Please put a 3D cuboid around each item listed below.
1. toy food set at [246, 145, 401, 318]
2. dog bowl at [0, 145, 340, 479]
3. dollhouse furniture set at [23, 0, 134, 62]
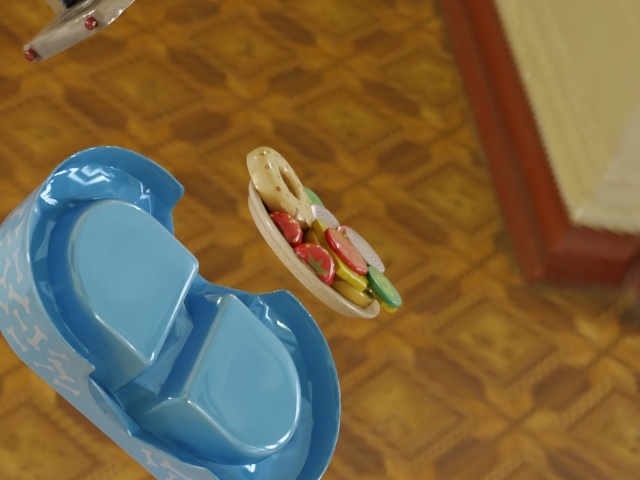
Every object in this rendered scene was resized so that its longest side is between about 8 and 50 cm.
[{"bbox_3d":[0.000,0.000,0.777,0.082,0.020,0.083,36,18,-41],"label":"toy food set"},{"bbox_3d":[-0.110,0.068,1.250,0.297,0.074,0.166,46,47,-26],"label":"dog bowl"},{"bbox_3d":[-0.097,-0.198,0.908,0.129,0.183,0.129,54,45,-18],"label":"dollhouse furniture set"}]
